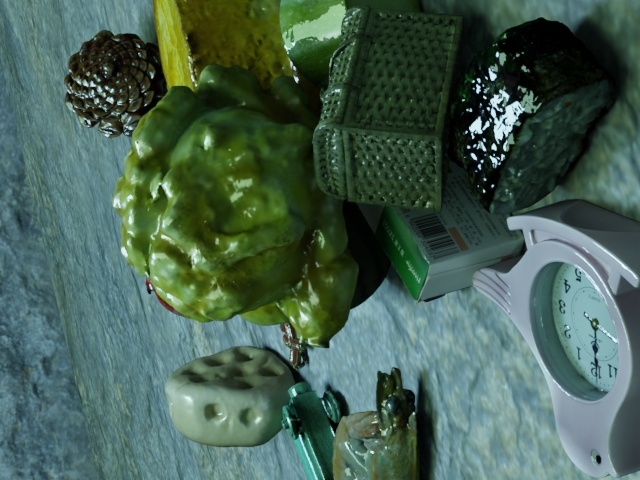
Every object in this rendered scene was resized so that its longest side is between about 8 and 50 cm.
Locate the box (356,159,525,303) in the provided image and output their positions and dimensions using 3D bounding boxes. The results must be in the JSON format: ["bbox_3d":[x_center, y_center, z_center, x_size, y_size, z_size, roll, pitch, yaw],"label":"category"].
[{"bbox_3d":[0.135,-0.035,1.666,0.199,0.135,0.081,62,153,30],"label":"box"}]

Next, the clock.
[{"bbox_3d":[0.273,0.094,1.508,0.290,0.080,0.275,36,134,56],"label":"clock"}]

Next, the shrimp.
[{"bbox_3d":[0.078,0.297,2.021,0.168,0.077,0.317,30,131,34],"label":"shrimp"}]

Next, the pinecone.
[{"bbox_3d":[-0.364,-0.282,2.562,0.208,0.207,0.208,43,140,50],"label":"pinecone"}]

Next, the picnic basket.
[{"bbox_3d":[0.076,-0.153,1.585,0.134,0.154,0.196,84,-165,-52],"label":"picnic basket"}]

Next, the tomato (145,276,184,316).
[{"bbox_3d":[-0.183,-0.005,2.262,0.270,0.227,0.270,170,90,-89],"label":"tomato"}]

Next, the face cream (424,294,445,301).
[{"bbox_3d":[0.103,-0.054,1.793,0.078,0.078,0.273,-35,71,65],"label":"face cream"}]

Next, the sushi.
[{"bbox_3d":[0.210,-0.133,1.461,0.127,0.124,0.225,61,154,25],"label":"sushi"}]

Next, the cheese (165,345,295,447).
[{"bbox_3d":[-0.146,0.264,2.372,0.235,0.218,0.117,9,114,29],"label":"cheese"}]

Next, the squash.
[{"bbox_3d":[0.040,-0.273,1.722,0.123,0.170,0.170,-15,89,53],"label":"squash"}]

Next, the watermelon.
[{"bbox_3d":[0.000,0.000,1.894,0.212,0.212,0.212,43,140,50],"label":"watermelon"}]

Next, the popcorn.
[{"bbox_3d":[-0.104,-0.037,1.674,0.274,0.279,0.335,144,130,-61],"label":"popcorn"}]

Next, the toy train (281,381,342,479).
[{"bbox_3d":[0.006,0.352,2.223,0.159,0.101,0.248,98,151,-66],"label":"toy train"}]

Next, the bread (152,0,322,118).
[{"bbox_3d":[-0.112,-0.286,1.929,0.398,0.215,0.398,170,90,-78],"label":"bread"}]

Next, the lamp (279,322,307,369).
[{"bbox_3d":[-0.045,0.163,2.298,0.063,0.031,0.083,105,146,-45],"label":"lamp"}]
